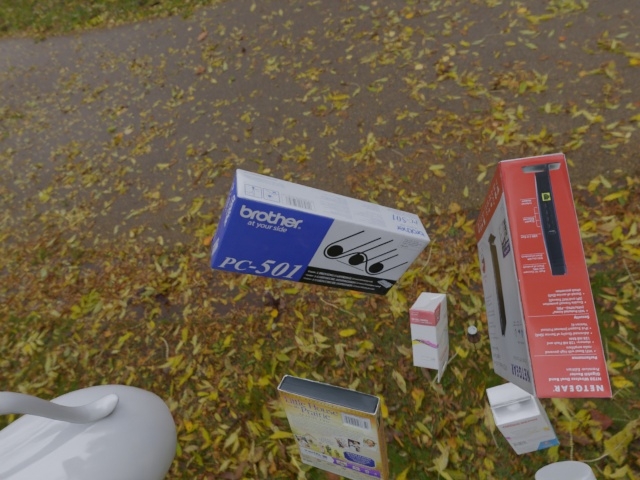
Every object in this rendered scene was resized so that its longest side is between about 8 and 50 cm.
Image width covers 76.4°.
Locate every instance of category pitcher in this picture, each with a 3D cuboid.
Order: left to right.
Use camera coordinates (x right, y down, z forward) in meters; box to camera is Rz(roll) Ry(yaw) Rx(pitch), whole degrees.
[{"bbox_3d":[-0.217,0.178,0.331,0.125,0.207,0.177,38,107,25],"label":"pitcher"}]

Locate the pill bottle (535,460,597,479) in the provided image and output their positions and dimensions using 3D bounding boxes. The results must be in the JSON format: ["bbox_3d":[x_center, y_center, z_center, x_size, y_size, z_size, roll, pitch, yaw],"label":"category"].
[{"bbox_3d":[0.637,0.711,0.956,0.177,0.176,0.318,-20,77,4],"label":"pill bottle"}]

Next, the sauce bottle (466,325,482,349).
[{"bbox_3d":[0.464,0.292,1.226,0.042,0.128,0.042,-11,54,16],"label":"sauce bottle"}]

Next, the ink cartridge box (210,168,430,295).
[{"bbox_3d":[0.000,0.000,0.426,0.207,0.097,0.046,11,41,-23],"label":"ink cartridge box"}]

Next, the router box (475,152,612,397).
[{"bbox_3d":[0.323,0.070,0.648,0.082,0.335,0.300,-6,75,14],"label":"router box"}]

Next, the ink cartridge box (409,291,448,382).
[{"bbox_3d":[0.282,0.247,1.044,0.067,0.198,0.115,1,16,31],"label":"ink cartridge box"}]

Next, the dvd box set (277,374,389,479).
[{"bbox_3d":[0.050,0.609,1.282,0.308,0.420,0.062,4,36,23],"label":"dvd box set"}]

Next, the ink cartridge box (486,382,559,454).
[{"bbox_3d":[0.431,0.375,0.878,0.092,0.143,0.089,-27,27,21],"label":"ink cartridge box"}]
